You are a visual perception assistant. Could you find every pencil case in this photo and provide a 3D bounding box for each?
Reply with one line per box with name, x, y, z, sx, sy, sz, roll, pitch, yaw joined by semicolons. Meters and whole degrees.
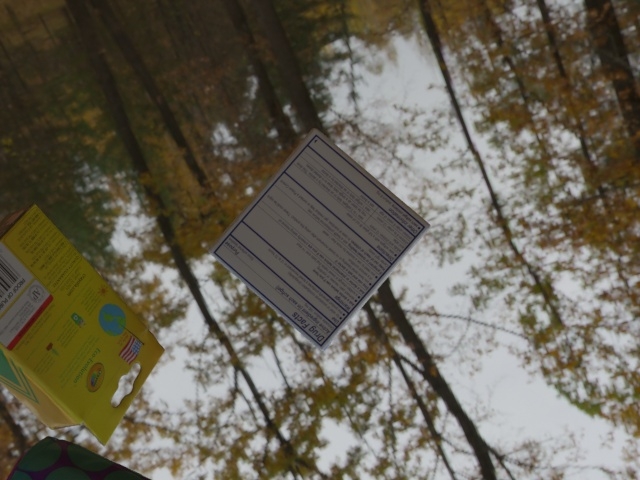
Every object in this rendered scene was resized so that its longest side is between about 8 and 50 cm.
pencil case;-0.173;0.214;0.656;0.064;0.152;0.070;-67;-178;-62

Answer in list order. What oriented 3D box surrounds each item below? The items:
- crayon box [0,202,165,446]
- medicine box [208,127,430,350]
crayon box;-0.392;0.131;1.203;0.081;0.318;0.202;-18;-151;36
medicine box;0.000;0.000;1.446;0.289;0.263;0.149;-49;176;1
